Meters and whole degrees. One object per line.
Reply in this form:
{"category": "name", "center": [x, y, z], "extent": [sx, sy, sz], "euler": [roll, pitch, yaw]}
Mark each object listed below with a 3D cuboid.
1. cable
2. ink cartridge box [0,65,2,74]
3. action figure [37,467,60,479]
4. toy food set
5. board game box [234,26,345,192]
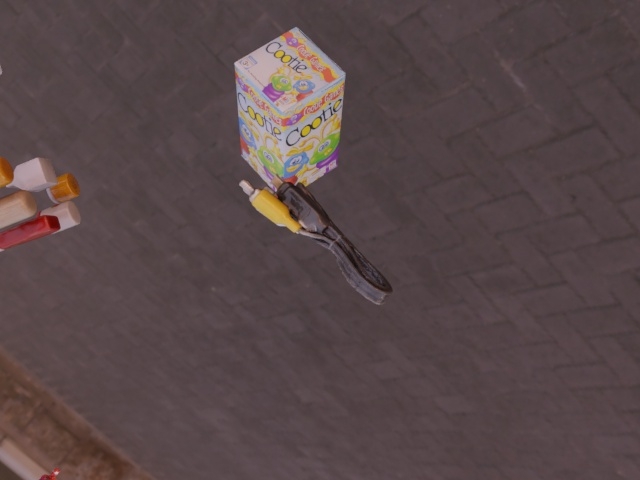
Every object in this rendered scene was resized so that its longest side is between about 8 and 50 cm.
{"category": "cable", "center": [0.000, 0.000, 1.380], "extent": [0.287, 0.072, 0.139], "euler": [47, -164, 15]}
{"category": "ink cartridge box", "center": [-0.569, -0.321, 1.367], "extent": [0.158, 0.092, 0.218], "euler": [59, 168, -8]}
{"category": "action figure", "center": [-0.485, 0.433, 1.529], "extent": [0.038, 0.115, 0.030], "euler": [29, 150, 25]}
{"category": "toy food set", "center": [-0.437, -0.050, 1.297], "extent": [0.232, 0.105, 0.111], "euler": [-10, -100, -81]}
{"category": "board game box", "center": [-0.058, -0.228, 1.668], "extent": [0.144, 0.142, 0.275], "euler": [47, 158, 22]}
